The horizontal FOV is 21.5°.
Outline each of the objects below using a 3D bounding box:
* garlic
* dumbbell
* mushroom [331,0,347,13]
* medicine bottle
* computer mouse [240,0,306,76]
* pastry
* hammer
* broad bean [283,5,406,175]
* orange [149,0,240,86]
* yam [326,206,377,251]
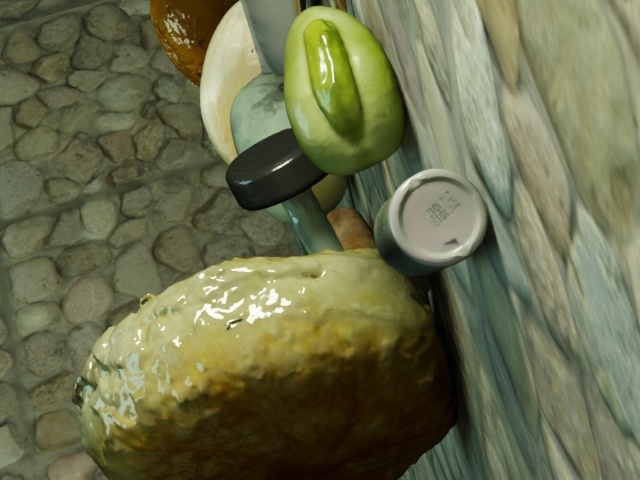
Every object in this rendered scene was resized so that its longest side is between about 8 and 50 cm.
[{"bbox_3d":[-0.061,-0.175,1.987,0.164,0.145,0.244,2,109,54],"label":"garlic"},{"bbox_3d":[0.000,0.000,1.478,0.191,0.100,0.100,61,-179,-18],"label":"dumbbell"},{"bbox_3d":[0.004,-0.230,1.292,0.028,0.026,0.286,-80,-23,-59],"label":"mushroom"},{"bbox_3d":[0.063,-0.007,1.038,0.199,0.058,0.057,118,136,-87],"label":"medicine bottle"},{"bbox_3d":[-0.058,-0.290,1.546,0.310,0.072,0.158,72,-174,-47],"label":"computer mouse"},{"bbox_3d":[-0.041,0.125,1.349,0.329,0.330,0.136,79,175,-60],"label":"pastry"},{"bbox_3d":[-0.008,-0.027,1.878,0.202,0.113,0.305,-105,-4,-54],"label":"hammer"},{"bbox_3d":[0.011,-0.106,1.214,0.174,0.082,0.124,-121,13,-74],"label":"broad bean"},{"bbox_3d":[-0.138,-0.296,2.235,0.193,0.161,0.193,60,169,20],"label":"orange"},{"bbox_3d":[0.043,0.027,1.661,0.241,0.057,0.056,-117,11,-66],"label":"yam"}]
